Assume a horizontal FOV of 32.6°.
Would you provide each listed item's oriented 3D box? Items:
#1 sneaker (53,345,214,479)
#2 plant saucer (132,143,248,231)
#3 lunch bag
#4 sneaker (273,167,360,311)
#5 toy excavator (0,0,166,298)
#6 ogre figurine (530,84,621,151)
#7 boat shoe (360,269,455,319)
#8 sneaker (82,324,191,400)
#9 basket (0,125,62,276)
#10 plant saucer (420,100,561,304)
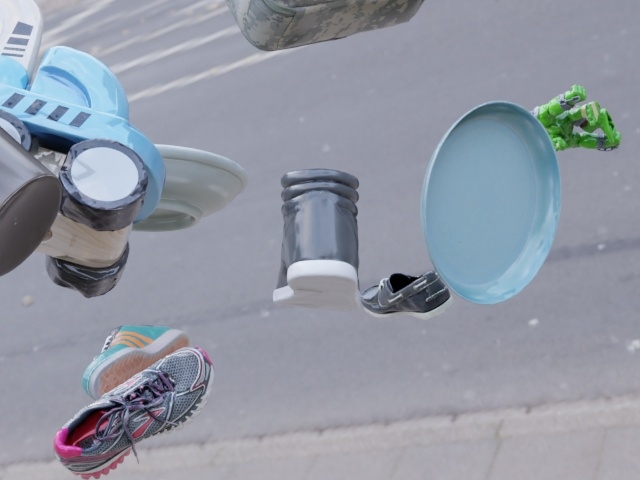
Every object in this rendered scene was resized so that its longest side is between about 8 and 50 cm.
[{"bbox_3d":[-0.305,0.284,1.823,0.299,0.112,0.121,-39,65,-11],"label":"sneaker"},{"bbox_3d":[-0.344,-0.088,2.175,0.400,0.100,0.400,-1,-14,0],"label":"plant saucer"},{"bbox_3d":[0.031,-0.414,1.425,0.305,0.212,0.256,-16,-18,-27],"label":"lunch bag"},{"bbox_3d":[0.000,0.000,1.280,0.105,0.146,0.296,3,-13,-3],"label":"sneaker"},{"bbox_3d":[-0.400,-0.197,1.460,0.433,0.222,0.445,16,54,-7],"label":"toy excavator"},{"bbox_3d":[0.467,-0.215,2.018,0.118,0.096,0.197,-12,-11,35],"label":"ogre figurine"},{"bbox_3d":[0.141,0.086,1.902,0.084,0.079,0.233,-40,16,-25],"label":"boat shoe"},{"bbox_3d":[-0.364,0.225,2.024,0.121,0.108,0.302,11,12,22],"label":"sneaker"},{"bbox_3d":[-0.396,-0.074,1.141,0.227,0.154,0.204,33,44,11],"label":"basket"},{"bbox_3d":[0.262,-0.059,1.711,0.317,0.317,0.044,-36,27,-30],"label":"plant saucer"}]
